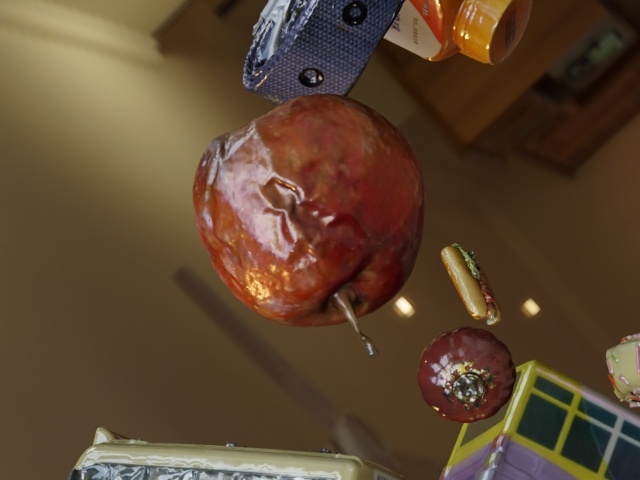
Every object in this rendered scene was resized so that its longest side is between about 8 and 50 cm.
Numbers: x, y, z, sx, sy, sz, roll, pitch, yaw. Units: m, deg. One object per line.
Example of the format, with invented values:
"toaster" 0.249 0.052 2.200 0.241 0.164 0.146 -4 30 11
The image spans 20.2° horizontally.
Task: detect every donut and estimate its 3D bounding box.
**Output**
"donut" 0.395 0.146 1.952 0.174 0.174 0.068 28 -121 -52

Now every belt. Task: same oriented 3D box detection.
"belt" 0.014 -0.249 2.057 0.126 0.230 0.140 22 -153 -22

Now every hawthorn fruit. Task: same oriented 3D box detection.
"hawthorn fruit" 0.000 0.000 1.778 0.242 0.242 0.272 19 -134 -61

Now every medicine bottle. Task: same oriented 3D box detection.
"medicine bottle" 0.141 -0.307 2.209 0.222 0.112 0.149 29 148 22

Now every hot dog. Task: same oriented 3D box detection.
"hot dog" 0.117 0.031 1.371 0.037 0.021 0.083 21 -147 -41

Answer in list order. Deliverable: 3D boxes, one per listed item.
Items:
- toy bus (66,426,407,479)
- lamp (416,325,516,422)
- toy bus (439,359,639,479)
"toy bus" -0.093 0.300 1.785 0.177 0.365 0.202 34 -119 -55
"lamp" 0.148 0.136 1.817 0.101 0.101 0.090 43 -168 -14
"toy bus" 0.360 0.335 2.049 0.440 0.249 0.209 28 155 -5
